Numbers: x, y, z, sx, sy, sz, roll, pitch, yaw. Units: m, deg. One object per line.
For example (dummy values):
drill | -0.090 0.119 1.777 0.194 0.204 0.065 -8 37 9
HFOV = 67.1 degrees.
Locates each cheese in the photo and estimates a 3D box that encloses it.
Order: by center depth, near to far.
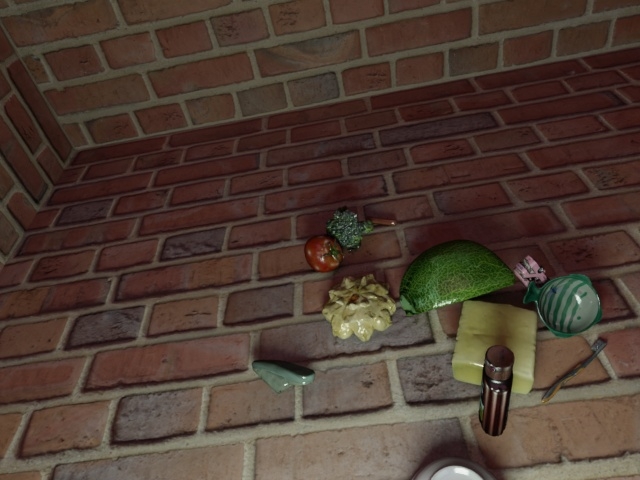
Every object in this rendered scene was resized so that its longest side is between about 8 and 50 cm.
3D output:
cheese | 0.570 0.339 1.574 0.243 0.123 0.265 4 44 24

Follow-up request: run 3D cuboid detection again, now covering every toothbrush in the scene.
toothbrush | 0.795 0.408 1.510 0.321 0.023 0.031 -33 38 -22

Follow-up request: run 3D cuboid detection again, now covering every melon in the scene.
melon | 0.462 0.153 1.752 0.344 0.226 0.331 -20 43 -24

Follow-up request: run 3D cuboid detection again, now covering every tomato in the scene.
tomato | 0.006 0.055 2.018 0.168 0.167 0.167 -7 42 7

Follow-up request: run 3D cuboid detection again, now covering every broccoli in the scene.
broccoli | 0.139 -0.083 2.143 0.199 0.177 0.274 -3 29 20

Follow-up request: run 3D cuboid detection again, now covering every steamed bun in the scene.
steamed bun | 0.140 0.222 1.805 0.296 0.137 0.292 -32 42 -17

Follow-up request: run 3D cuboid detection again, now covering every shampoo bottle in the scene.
shampoo bottle | 0.490 0.417 1.352 0.084 0.322 0.129 3 45 18

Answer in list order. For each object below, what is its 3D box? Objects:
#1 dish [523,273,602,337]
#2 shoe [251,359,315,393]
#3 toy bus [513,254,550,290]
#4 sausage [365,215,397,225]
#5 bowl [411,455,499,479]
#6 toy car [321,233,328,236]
dish | 0.816 0.210 1.640 0.246 0.224 0.078 19 5 10
shoe | -0.130 0.467 1.643 0.251 0.103 0.100 2 86 35
toy bus | 0.753 0.141 1.685 0.090 0.203 0.063 -39 29 11
sausage | 0.275 -0.088 2.188 0.147 0.035 0.030 8 78 23
bowl | 0.353 0.682 1.233 0.287 0.143 0.286 -7 41 6
toy car | 0.000 0.000 2.165 0.093 0.025 0.041 -27 45 -10
